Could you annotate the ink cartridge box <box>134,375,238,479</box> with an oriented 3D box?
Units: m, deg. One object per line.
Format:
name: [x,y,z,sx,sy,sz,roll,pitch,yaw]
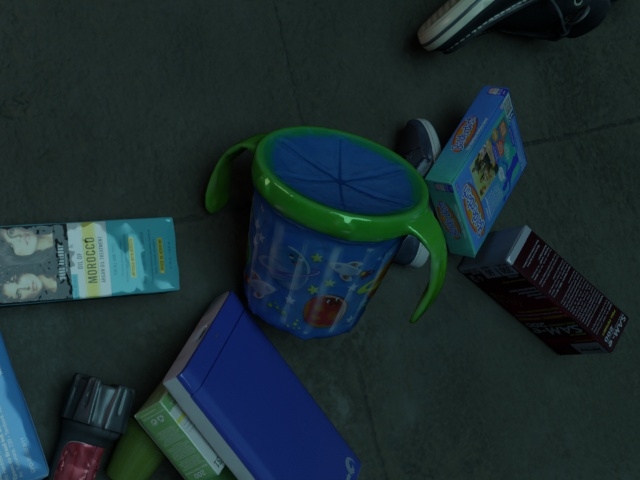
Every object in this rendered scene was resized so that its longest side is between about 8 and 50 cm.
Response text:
ink cartridge box: [-0.123,0.264,1.418,0.235,0.056,0.171,54,27,-10]

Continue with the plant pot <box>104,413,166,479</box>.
plant pot: [-0.235,0.275,1.399,0.083,0.083,0.079,34,83,-20]

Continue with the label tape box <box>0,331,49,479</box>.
label tape box: [-0.518,0.213,1.234,0.348,0.115,0.249,-19,93,-26]

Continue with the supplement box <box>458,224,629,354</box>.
supplement box: [0.345,0.081,1.691,0.239,0.130,0.073,39,68,-17]

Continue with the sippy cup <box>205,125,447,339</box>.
sippy cup: [0.000,0.000,1.447,0.240,0.305,0.224,-1,126,-30]

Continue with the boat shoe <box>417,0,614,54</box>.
boat shoe: [0.373,-0.390,1.722,0.500,0.187,0.156,-28,95,-25]

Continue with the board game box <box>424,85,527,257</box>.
board game box: [0.239,-0.104,1.648,0.210,0.047,0.160,-56,141,-31]

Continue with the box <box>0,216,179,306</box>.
box: [-0.307,0.027,1.393,0.244,0.060,0.100,-4,86,-28]

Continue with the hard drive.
hard drive: [-0.066,0.244,1.432,0.318,0.040,0.210,55,26,-15]

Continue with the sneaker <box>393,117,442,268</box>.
sneaker: [0.091,-0.081,1.602,0.163,0.086,0.226,10,81,-29]

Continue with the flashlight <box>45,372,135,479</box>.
flashlight: [-0.302,0.319,1.332,0.103,0.103,0.304,17,79,-1]
